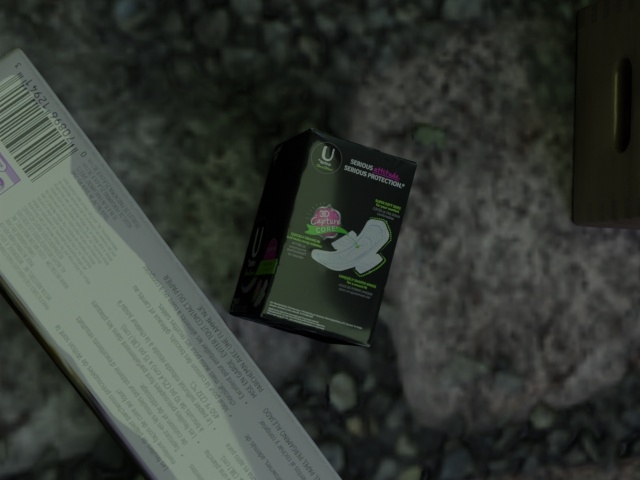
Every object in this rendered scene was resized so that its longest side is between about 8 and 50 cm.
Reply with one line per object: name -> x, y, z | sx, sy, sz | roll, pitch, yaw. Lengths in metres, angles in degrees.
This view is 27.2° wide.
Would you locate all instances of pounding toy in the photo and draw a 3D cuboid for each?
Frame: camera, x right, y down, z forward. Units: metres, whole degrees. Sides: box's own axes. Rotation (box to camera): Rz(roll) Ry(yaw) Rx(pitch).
pounding toy -> 0.203, -0.045, 0.633 | 0.130, 0.100, 0.141 | 3, 87, -18

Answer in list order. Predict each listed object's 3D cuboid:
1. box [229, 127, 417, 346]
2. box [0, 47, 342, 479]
box -> 0.000, 0.000, 0.583 | 0.052, 0.062, 0.083 | 18, 83, -16
box -> -0.058, 0.070, 0.560 | 0.067, 0.063, 0.324 | -39, 100, -15
